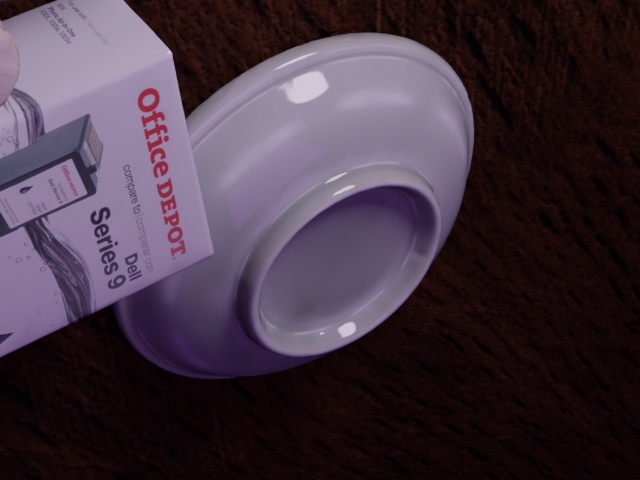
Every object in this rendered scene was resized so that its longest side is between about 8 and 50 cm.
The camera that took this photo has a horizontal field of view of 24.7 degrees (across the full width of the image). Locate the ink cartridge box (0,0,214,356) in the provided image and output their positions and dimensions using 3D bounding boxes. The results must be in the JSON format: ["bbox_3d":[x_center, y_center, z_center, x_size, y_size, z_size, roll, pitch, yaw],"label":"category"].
[{"bbox_3d":[-0.241,-0.035,1.083,0.289,0.121,0.211,-26,136,-18],"label":"ink cartridge box"}]

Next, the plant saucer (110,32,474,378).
[{"bbox_3d":[0.000,0.000,1.362,0.400,0.100,0.400,-23,140,-21],"label":"plant saucer"}]

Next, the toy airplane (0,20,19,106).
[{"bbox_3d":[-0.356,-0.118,0.696,0.386,0.272,0.384,-15,154,-8],"label":"toy airplane"}]
